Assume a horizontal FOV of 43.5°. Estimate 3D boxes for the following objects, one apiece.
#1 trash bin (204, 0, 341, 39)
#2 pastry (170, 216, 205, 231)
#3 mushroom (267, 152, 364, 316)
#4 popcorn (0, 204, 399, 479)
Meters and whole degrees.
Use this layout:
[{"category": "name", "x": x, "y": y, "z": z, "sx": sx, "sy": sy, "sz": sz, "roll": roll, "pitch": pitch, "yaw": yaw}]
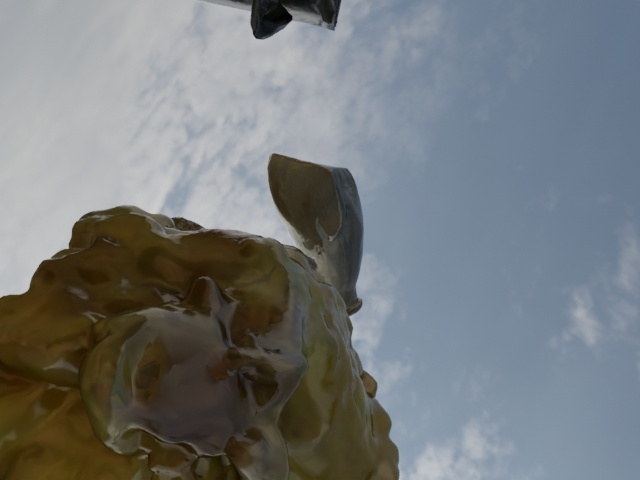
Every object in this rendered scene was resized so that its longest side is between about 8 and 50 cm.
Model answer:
[{"category": "trash bin", "x": -0.112, "y": -0.263, "z": 0.495, "sx": 0.203, "sy": 0.301, "sz": 0.252, "roll": 105, "pitch": -2, "yaw": -65}, {"category": "pastry", "x": -0.171, "y": 0.026, "z": 0.975, "sx": 0.057, "sy": 0.097, "sz": 0.109, "roll": -3, "pitch": -85, "yaw": 50}, {"category": "mushroom", "x": 0.006, "y": -0.008, "z": 1.013, "sx": 0.096, "sy": 0.247, "sz": 0.108, "roll": 20, "pitch": -138, "yaw": 42}, {"category": "popcorn", "x": -0.130, "y": 0.159, "z": 0.722, "sx": 0.354, "sy": 0.390, "sz": 0.344, "roll": -29, "pitch": -135, "yaw": 6}]
